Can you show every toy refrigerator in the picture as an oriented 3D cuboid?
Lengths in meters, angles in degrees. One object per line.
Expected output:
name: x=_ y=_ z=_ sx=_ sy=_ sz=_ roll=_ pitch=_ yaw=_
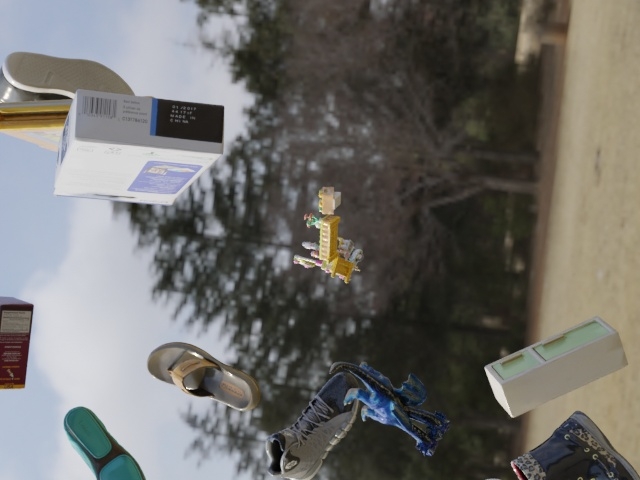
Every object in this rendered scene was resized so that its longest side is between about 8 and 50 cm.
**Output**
toy refrigerator: x=0.491 y=0.259 z=2.438 sx=0.102 sy=0.270 sz=0.094 roll=-124 pitch=11 yaw=-70

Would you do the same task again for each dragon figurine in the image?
dragon figurine: x=0.125 y=0.269 z=1.968 sx=0.085 sy=0.144 sz=0.289 roll=-62 pitch=-36 yaw=-23

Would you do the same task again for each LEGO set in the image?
LEGO set: x=0.000 y=0.000 z=2.490 sx=0.132 sy=0.107 sz=0.287 roll=-64 pitch=-27 yaw=-24

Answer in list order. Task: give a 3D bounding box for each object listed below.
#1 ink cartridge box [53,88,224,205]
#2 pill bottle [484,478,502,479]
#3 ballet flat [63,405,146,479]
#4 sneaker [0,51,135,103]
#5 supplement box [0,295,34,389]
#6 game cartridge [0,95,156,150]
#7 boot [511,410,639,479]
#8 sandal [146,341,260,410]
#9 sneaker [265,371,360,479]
ink cartridge box: x=-0.228 y=-0.104 z=1.398 sx=0.333 sy=0.166 sz=0.065 roll=153 pitch=119 yaw=-70
pill bottle: x=0.367 y=0.621 z=2.527 sx=0.229 sy=0.131 sz=0.131 roll=90 pitch=-169 yaw=-47
ballet flat: x=-0.398 y=0.420 z=2.204 sx=0.083 sy=0.247 sz=0.087 roll=-34 pitch=-14 yaw=-15
sneaker: x=-0.500 y=-0.273 z=2.221 sx=0.296 sy=0.147 sz=0.104 roll=8 pitch=-119 yaw=-43
supplement box: x=-0.690 y=0.221 z=2.536 sx=0.081 sy=0.104 sz=0.188 roll=3 pitch=-85 yaw=-39
game cartridge: x=-0.367 y=-0.189 z=2.006 sx=0.324 sy=0.286 sz=0.052 roll=27 pitch=-117 yaw=-77
boot: x=0.493 y=0.458 z=2.199 sx=0.236 sy=0.179 sz=0.085 roll=53 pitch=166 yaw=26
sandal: x=-0.172 y=0.198 z=1.668 sx=0.049 sy=0.180 sz=0.072 roll=-33 pitch=-39 yaw=-62
sneaker: x=-0.022 y=0.336 z=2.083 sx=0.132 sy=0.086 sz=0.228 roll=15 pitch=-75 yaw=-52
